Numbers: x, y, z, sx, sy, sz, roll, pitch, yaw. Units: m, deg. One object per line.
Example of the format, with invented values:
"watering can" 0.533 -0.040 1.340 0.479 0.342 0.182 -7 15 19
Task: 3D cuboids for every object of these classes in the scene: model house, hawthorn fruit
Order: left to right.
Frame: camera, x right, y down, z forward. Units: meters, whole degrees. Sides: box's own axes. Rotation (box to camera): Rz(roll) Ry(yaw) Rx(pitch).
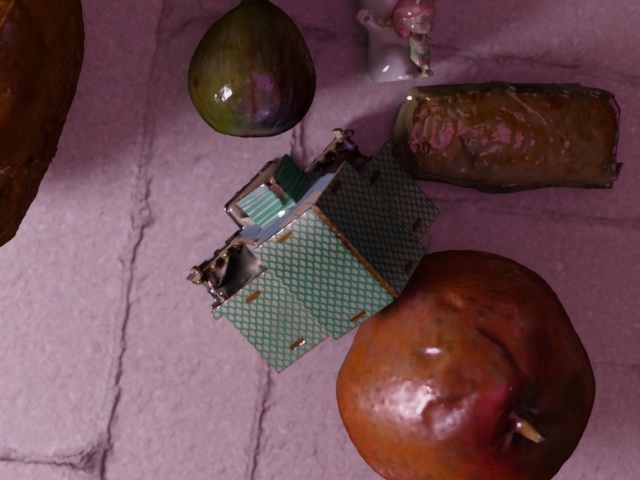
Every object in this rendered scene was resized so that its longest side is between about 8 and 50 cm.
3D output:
"model house" 0.000 0.000 1.758 0.271 0.206 0.178 -41 104 -9
"hawthorn fruit" 0.173 0.157 1.770 0.277 0.298 0.277 -5 104 -21

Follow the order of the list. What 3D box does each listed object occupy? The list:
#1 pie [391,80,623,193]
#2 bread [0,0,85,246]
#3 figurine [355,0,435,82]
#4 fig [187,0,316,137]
"pie" 0.220 -0.116 1.886 0.282 0.068 0.129 0 95 -20
"bread" -0.337 -0.128 1.620 0.172 0.312 0.312 18 89 0
"figurine" 0.089 -0.248 1.829 0.098 0.081 0.146 -2 96 21
"fig" -0.071 -0.229 1.766 0.149 0.149 0.245 -1 83 -16
